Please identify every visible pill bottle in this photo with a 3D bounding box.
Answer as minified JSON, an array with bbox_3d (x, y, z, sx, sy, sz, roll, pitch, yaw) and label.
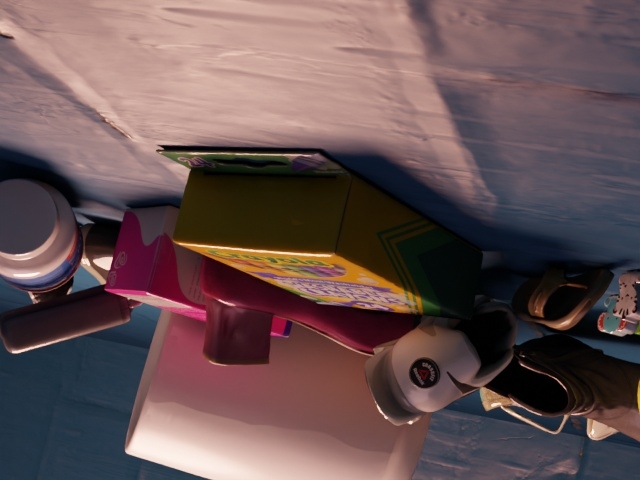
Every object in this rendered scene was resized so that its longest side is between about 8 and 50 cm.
[{"bbox_3d":[-0.361,-0.008,1.426,0.124,0.124,0.221,14,170,-5],"label":"pill bottle"}]

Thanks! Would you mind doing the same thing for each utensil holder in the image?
[{"bbox_3d":[-0.062,0.216,1.709,0.385,0.328,0.327,17,168,-9],"label":"utensil holder"}]

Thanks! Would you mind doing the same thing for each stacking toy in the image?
[{"bbox_3d":[0.355,0.085,1.274,0.167,0.052,0.221,17,169,-20],"label":"stacking toy"}]

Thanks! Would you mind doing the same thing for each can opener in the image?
[{"bbox_3d":[-0.284,0.062,1.510,0.283,0.095,0.076,-16,-163,-18],"label":"can opener"}]

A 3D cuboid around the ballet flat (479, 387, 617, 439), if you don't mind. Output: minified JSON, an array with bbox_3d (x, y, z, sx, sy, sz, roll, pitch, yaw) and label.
[{"bbox_3d":[0.449,0.288,2.013,0.348,0.123,0.123,11,169,8],"label":"ballet flat"}]

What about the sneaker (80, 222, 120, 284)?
[{"bbox_3d":[-0.251,0.042,1.656,0.118,0.083,0.222,8,167,19],"label":"sneaker"}]

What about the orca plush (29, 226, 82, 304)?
[{"bbox_3d":[-0.380,0.023,1.671,0.102,0.151,0.287,-25,-174,-10],"label":"orca plush"}]

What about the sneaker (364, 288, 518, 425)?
[{"bbox_3d":[0.177,0.117,1.351,0.146,0.122,0.330,-30,-179,24],"label":"sneaker"}]

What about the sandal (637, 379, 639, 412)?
[{"bbox_3d":[0.509,0.169,1.304,0.317,0.126,0.138,-3,169,-18],"label":"sandal"}]

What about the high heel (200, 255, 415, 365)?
[{"bbox_3d":[0.029,0.048,1.425,0.377,0.181,0.127,-6,-160,-35],"label":"high heel"}]

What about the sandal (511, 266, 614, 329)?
[{"bbox_3d":[0.247,0.055,1.239,0.049,0.072,0.180,38,167,-13],"label":"sandal"}]

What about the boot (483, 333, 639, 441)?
[{"bbox_3d":[0.366,0.209,1.500,0.338,0.118,0.222,14,-175,37],"label":"boot"}]

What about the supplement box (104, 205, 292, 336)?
[{"bbox_3d":[-0.143,0.041,1.457,0.220,0.111,0.114,22,166,-38],"label":"supplement box"}]

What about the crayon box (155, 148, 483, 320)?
[{"bbox_3d":[0.000,0.000,1.170,0.203,0.083,0.323,4,166,36],"label":"crayon box"}]
